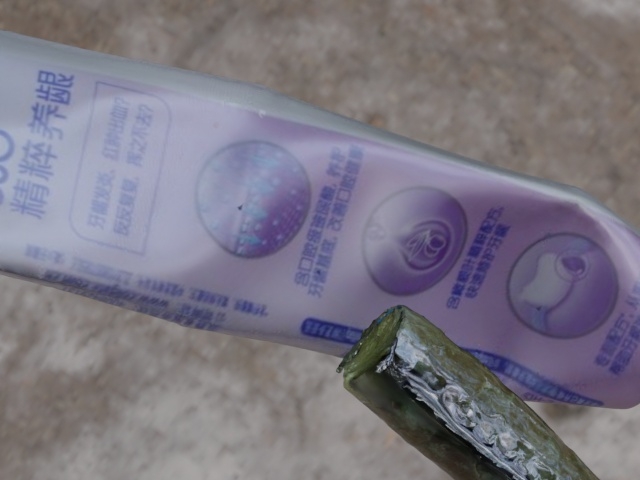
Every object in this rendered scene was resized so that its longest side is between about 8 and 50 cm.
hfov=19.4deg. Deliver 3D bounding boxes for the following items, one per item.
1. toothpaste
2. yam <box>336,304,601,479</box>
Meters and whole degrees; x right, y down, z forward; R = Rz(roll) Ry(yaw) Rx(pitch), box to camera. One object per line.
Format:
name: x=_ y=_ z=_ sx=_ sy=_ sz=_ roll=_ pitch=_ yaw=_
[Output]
toothpaste: x=0.000 y=0.000 z=0.544 sx=0.301 sy=0.048 sz=0.075 roll=17 pitch=80 yaw=-20
yam: x=0.060 y=0.066 z=0.477 sx=0.129 sy=0.027 sz=0.033 roll=42 pitch=10 yaw=-13
